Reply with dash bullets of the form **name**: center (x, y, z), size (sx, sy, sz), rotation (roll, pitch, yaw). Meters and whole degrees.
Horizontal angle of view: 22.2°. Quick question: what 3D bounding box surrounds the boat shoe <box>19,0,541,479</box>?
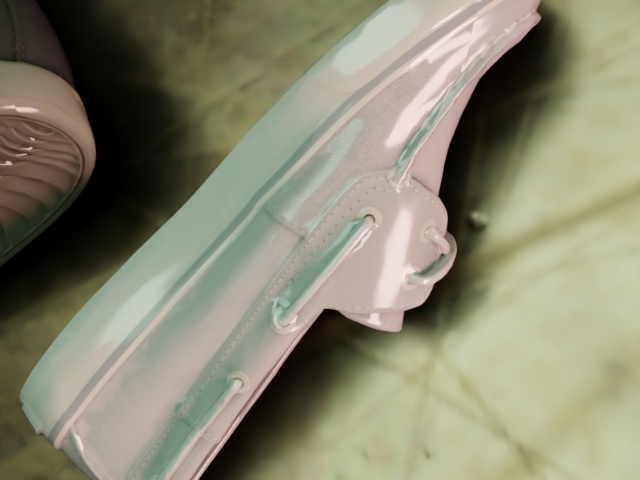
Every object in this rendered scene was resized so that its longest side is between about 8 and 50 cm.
- **boat shoe**: center (0.000, 0.000, 0.429), size (0.063, 0.066, 0.184), rotation (45, 94, 4)

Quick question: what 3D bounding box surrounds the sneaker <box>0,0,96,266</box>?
- **sneaker**: center (-0.165, -0.018, 0.483), size (0.222, 0.083, 0.118), rotation (-31, 56, 17)
